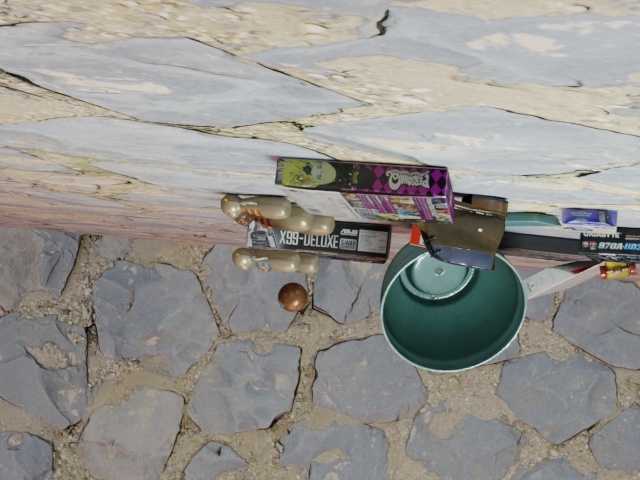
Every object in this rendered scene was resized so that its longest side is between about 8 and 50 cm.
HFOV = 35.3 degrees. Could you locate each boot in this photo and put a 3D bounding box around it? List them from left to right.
[{"bbox_3d":[0.160,-0.016,1.447,0.219,0.106,0.082,5,176,-1],"label":"boot"}]

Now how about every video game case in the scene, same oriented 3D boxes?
[{"bbox_3d":[0.066,-0.061,1.305,0.210,0.042,0.232,5,174,11],"label":"video game case"},{"bbox_3d":[0.464,0.016,2.165,0.274,0.035,0.248,5,177,-11],"label":"video game case"}]

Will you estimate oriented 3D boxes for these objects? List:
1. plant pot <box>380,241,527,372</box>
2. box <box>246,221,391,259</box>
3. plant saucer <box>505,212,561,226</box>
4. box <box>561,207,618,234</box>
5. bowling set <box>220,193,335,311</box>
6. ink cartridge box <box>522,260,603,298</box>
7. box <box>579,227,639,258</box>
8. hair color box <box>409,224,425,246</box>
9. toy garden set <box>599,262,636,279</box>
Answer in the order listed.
[{"bbox_3d":[0.255,0.096,2.064,0.293,0.293,0.196,5,-154,-8],"label":"plant pot"},{"bbox_3d":[0.000,0.000,2.224,0.307,0.077,0.242,5,177,3],"label":"box"},{"bbox_3d":[0.309,-0.035,1.685,0.067,0.018,0.192,8,175,-37],"label":"plant saucer"},{"bbox_3d":[0.414,-0.030,1.542,0.081,0.028,0.136,4,174,16],"label":"box"},{"bbox_3d":[-0.095,0.022,1.812,0.154,0.200,0.287,5,173,22],"label":"bowling set"},{"bbox_3d":[0.594,0.060,2.287,0.181,0.056,0.224,-9,160,-44],"label":"ink cartridge box"},{"bbox_3d":[0.569,0.012,1.813,0.175,0.051,0.220,3,176,22],"label":"box"},{"bbox_3d":[0.232,-0.007,1.820,0.093,0.053,0.167,11,-179,22],"label":"hair color box"},{"bbox_3d":[0.666,0.041,2.023,0.203,0.049,0.244,-9,175,15],"label":"toy garden set"}]
